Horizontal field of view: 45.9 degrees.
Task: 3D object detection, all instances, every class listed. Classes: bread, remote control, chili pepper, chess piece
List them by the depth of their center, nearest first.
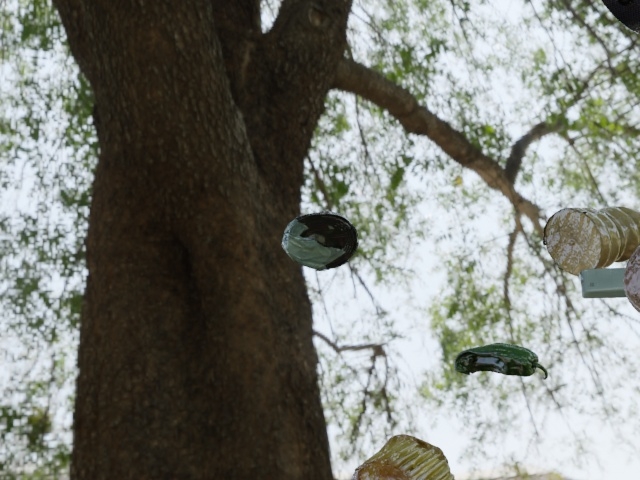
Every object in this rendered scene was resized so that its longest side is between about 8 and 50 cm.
[{"bbox_3d":[0.500,0.062,1.204,0.162,0.061,0.029,-4,-54,16],"label":"remote control"},{"bbox_3d":[0.138,0.490,1.290,0.204,0.288,0.156,6,16,42],"label":"bread"},{"bbox_3d":[0.579,-0.014,1.446,0.301,0.137,0.137,-8,-30,-31],"label":"chess piece"},{"bbox_3d":[0.467,0.318,1.979,0.074,0.100,0.257,-11,4,-43],"label":"chili pepper"}]

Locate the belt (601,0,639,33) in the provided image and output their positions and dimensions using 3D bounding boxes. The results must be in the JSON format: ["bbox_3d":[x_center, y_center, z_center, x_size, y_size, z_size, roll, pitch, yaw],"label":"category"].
[{"bbox_3d":[0.660,-0.509,1.510,0.230,0.139,0.126,30,-15,-26],"label":"belt"}]

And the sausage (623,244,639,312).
[{"bbox_3d":[0.467,0.054,0.926,0.123,0.123,0.253,-36,-31,33],"label":"sausage"}]

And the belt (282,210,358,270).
[{"bbox_3d":[0.000,0.000,1.367,0.140,0.105,0.058,-2,6,-10],"label":"belt"}]
